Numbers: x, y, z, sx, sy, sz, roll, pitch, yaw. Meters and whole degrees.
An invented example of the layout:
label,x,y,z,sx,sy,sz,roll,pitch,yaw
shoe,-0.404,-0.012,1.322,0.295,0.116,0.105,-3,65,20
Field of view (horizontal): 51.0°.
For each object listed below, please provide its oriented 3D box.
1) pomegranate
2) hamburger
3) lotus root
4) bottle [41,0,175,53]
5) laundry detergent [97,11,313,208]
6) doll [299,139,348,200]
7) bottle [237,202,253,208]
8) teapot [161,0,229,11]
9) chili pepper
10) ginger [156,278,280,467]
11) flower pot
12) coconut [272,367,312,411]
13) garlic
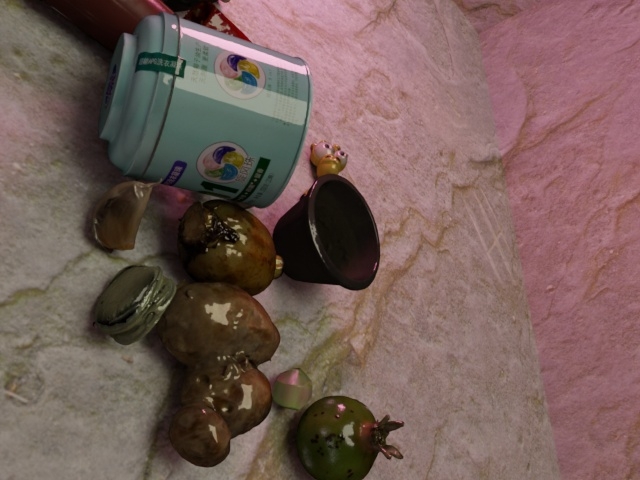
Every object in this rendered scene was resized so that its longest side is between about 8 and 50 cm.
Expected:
label,x,y,z,sx,sy,sz,roll,pitch,yaw
pomegranate,0.061,0.395,1.331,0.181,0.224,0.182,19,66,-48
hamburger,-0.293,0.096,1.052,0.133,0.140,0.062,-52,122,-16
lotus root,-0.169,0.024,1.275,0.314,0.141,0.170,37,46,-54
bottle,-0.354,-0.407,1.237,0.336,0.144,0.144,36,45,-42
laundry detergent,-0.211,-0.225,1.165,0.305,0.287,0.287,12,60,-25
doll,0.016,-0.152,1.702,0.117,0.086,0.291,21,49,-14
bottle,-0.180,-0.198,1.403,0.253,0.120,0.120,60,33,-14
teapot,-0.245,-0.642,1.436,0.321,0.239,0.240,-34,104,-58
chili pepper,-0.175,-0.368,1.499,0.338,0.131,0.135,43,69,-46
ginger,-0.168,0.226,1.143,0.244,0.155,0.304,22,54,-52
flower pot,0.000,0.000,1.511,0.269,0.166,0.269,31,49,-44
coconut,-0.055,0.296,1.350,0.083,0.082,0.081,10,88,-11
garlic,-0.328,-0.051,1.110,0.084,0.152,0.066,20,10,-18
